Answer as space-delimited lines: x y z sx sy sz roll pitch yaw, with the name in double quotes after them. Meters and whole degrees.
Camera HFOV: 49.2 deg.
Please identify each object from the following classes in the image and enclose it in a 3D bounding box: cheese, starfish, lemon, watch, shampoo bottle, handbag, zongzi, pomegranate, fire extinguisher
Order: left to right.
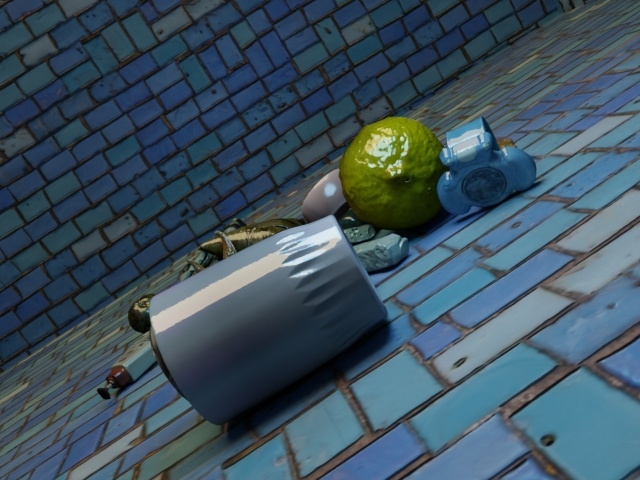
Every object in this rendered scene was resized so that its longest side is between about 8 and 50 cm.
-0.508 0.339 1.905 0.153 0.071 0.284 -20 18 37 "shampoo bottle"
-0.585 0.249 2.346 0.163 0.125 0.138 -18 30 53 "pomegranate"
-0.355 0.126 2.188 0.316 0.180 0.416 -38 15 15 "handbag"
-0.272 0.103 1.918 0.138 0.248 0.050 -26 -19 0 "starfish"
-0.184 0.004 2.064 0.288 0.134 0.286 -2 7 14 "zongzi"
0.052 -0.002 1.667 0.097 0.038 0.192 -13 -4 -26 "cheese"
0.108 -0.050 1.852 0.118 0.093 0.294 -39 5 41 "fire extinguisher"
0.173 -0.153 1.639 0.268 0.268 0.322 -33 6 -3 "lemon"
0.340 -0.176 1.503 0.210 0.211 0.193 -27 30 24 "watch"

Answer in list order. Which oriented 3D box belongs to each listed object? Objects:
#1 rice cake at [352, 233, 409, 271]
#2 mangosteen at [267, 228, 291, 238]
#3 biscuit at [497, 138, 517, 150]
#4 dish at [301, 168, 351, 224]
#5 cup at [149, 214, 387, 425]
0.107 0.035 1.546 0.069 0.063 0.206 -34 10 -38 "rice cake"
-0.058 0.061 1.660 0.199 0.200 0.200 -31 11 7 "mangosteen"
0.450 -0.229 1.851 0.133 0.027 0.184 -27 12 16 "biscuit"
0.056 -0.089 1.975 0.213 0.213 0.090 -36 53 -17 "dish"
-0.089 0.133 1.210 0.371 0.253 0.253 -28 11 3 "cup"
